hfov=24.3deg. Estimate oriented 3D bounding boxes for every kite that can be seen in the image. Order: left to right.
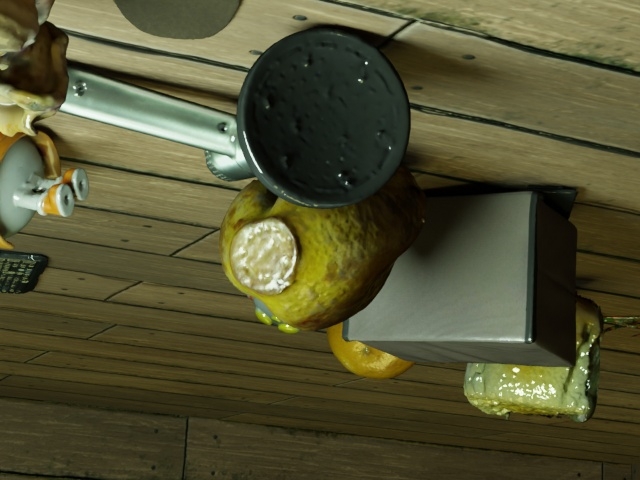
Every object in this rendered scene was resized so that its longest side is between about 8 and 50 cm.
[{"bbox_3d":[0.492,0.147,2.480,0.198,0.006,0.244,9,165,-24],"label":"kite"}]

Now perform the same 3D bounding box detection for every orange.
[{"bbox_3d":[0.086,0.126,2.214,0.159,0.159,0.136,-3,-151,22],"label":"orange"}]

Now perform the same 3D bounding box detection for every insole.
[{"bbox_3d":[-0.111,-0.218,1.161,0.111,0.007,0.328,4,166,-9],"label":"insole"}]

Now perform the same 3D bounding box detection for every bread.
[{"bbox_3d":[0.306,0.161,2.214,0.163,0.204,0.262,22,163,-22],"label":"bread"}]

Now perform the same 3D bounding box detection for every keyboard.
[{"bbox_3d":[-0.482,0.051,2.282,0.106,0.016,0.262,7,165,-15],"label":"keyboard"},{"bbox_3d":[0.264,-0.036,1.794,0.074,0.015,0.196,6,166,5],"label":"keyboard"}]

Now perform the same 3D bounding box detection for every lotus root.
[{"bbox_3d":[-0.006,-0.008,1.560,0.193,0.193,0.291,-4,-166,24],"label":"lotus root"}]

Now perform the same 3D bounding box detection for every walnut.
[{"bbox_3d":[-0.283,-0.181,1.085,0.204,0.141,0.238,14,168,1],"label":"walnut"}]

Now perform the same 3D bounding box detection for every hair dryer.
[{"bbox_3d":[-0.118,-0.097,1.369,0.284,0.155,0.320,-1,178,-28],"label":"hair dryer"}]

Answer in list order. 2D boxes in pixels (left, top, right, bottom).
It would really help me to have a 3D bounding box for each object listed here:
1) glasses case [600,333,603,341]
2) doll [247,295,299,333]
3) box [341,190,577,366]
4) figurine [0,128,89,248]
[{"bbox_3d":[0.386,0.159,2.453,0.081,0.051,0.204,14,164,-25],"label":"glasses case"},{"bbox_3d":[-0.054,0.084,2.209,0.142,0.076,0.245,25,163,5],"label":"doll"},{"bbox_3d":[0.172,0.050,1.775,0.252,0.188,0.153,-4,165,33],"label":"box"},{"bbox_3d":[-0.376,-0.060,1.598,0.271,0.143,0.143,-7,163,30],"label":"figurine"}]
